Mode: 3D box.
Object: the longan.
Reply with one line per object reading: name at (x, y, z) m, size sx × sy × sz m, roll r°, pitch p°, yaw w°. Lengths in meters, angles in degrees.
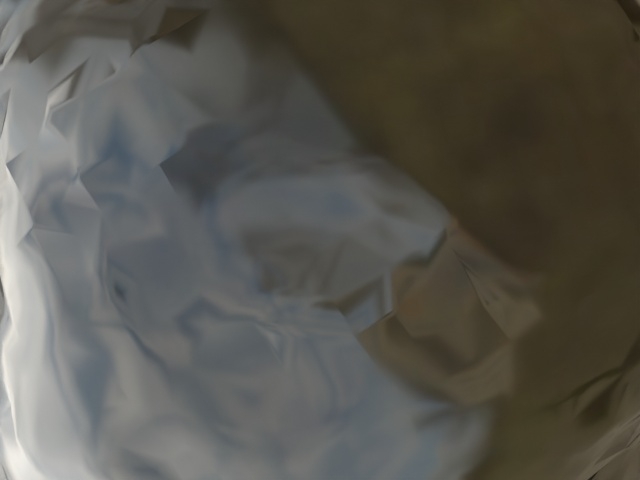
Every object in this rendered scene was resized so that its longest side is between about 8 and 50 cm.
longan at (-0.005, -0.004, 0.831) m, size 0.404 × 0.404 × 0.436 m, roll 48°, pitch 174°, yaw 22°
